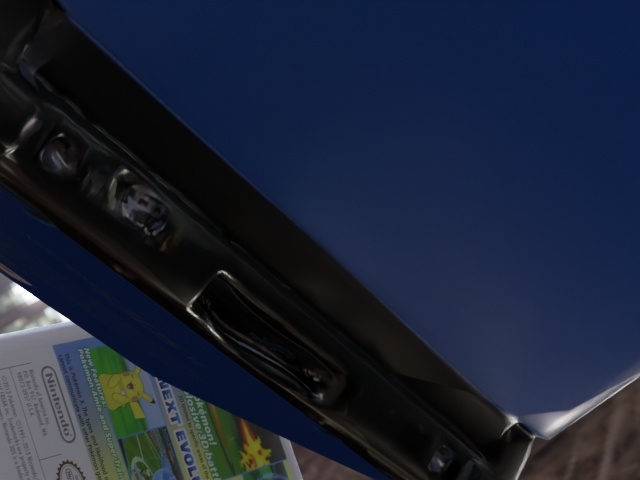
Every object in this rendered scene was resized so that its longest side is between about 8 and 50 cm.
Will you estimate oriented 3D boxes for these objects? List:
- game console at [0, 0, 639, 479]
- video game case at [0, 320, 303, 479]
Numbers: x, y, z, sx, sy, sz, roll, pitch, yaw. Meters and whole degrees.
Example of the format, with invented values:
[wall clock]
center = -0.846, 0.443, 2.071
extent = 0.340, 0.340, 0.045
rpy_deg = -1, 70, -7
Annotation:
[game console]
center = -0.008, -0.050, 0.509
extent = 0.250, 0.173, 0.293
rpy_deg = 20, -15, 40
[video game case]
center = -0.100, 0.203, 0.969
extent = 0.036, 0.300, 0.329
rpy_deg = -25, -100, 37
